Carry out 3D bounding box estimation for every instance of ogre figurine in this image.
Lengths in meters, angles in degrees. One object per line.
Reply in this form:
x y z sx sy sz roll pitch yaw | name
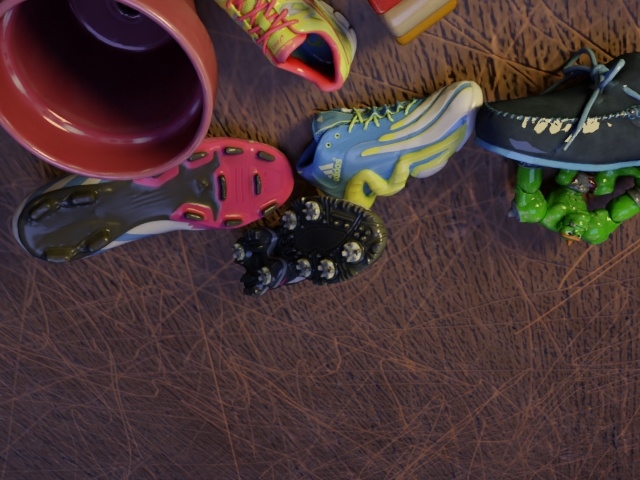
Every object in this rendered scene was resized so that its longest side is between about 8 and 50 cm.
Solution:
0.321 -0.059 0.888 0.197 0.097 0.118 6 120 -30 | ogre figurine

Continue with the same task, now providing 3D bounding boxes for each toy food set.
0.065 -0.277 0.636 0.104 0.111 0.232 -34 128 14 | toy food set

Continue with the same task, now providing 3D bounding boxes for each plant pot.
-0.193 -0.188 0.664 0.201 0.180 0.201 -1 137 -1 | plant pot

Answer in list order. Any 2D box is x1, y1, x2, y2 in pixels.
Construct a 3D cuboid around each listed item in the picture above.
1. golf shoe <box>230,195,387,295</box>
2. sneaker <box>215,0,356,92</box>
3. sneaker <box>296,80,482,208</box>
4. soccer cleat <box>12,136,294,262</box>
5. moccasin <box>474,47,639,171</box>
0.000 0.000 0.887 0.120 0.105 0.273 -12 179 -38 | golf shoe
-0.043 -0.221 0.698 0.208 0.094 0.081 29 130 -27 | sneaker
0.065 -0.117 0.815 0.126 0.091 0.240 30 129 -28 | sneaker
-0.201 -0.063 0.864 0.331 0.143 0.116 -14 112 -17 | soccer cleat
0.325 -0.153 0.775 0.342 0.138 0.117 -7 121 -20 | moccasin
